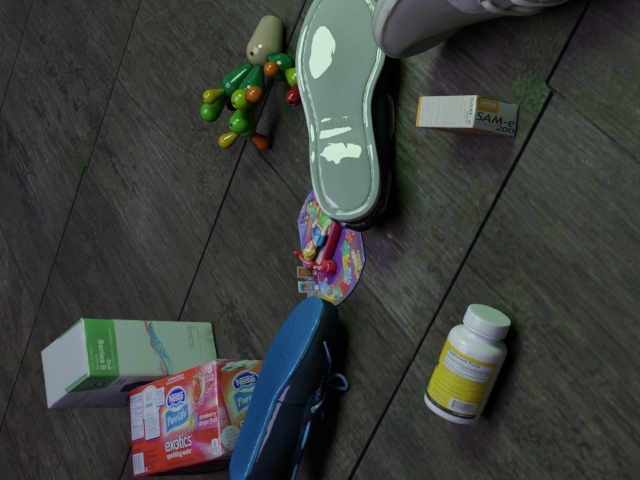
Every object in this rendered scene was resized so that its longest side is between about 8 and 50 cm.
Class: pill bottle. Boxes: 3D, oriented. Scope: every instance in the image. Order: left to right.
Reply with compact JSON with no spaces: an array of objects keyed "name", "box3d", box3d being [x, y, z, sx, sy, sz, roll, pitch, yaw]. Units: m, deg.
[{"name":"pill bottle","box3d":[0.157,0.128,1.298,0.065,0.065,0.116,45,121,50]}]

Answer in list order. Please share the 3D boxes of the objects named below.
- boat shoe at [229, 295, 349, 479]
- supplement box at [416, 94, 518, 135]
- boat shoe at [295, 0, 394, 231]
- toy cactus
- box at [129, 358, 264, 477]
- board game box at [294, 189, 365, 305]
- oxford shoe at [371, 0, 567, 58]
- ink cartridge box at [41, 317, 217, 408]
[{"name":"boat shoe","box3d":[-0.032,0.196,1.548,0.258,0.089,0.109,-65,24,6]},{"name":"supplement box","box3d":[0.158,-0.135,1.340,0.098,0.062,0.036,9,92,57]},{"name":"boat shoe","box3d":[0.032,-0.160,1.499,0.114,0.091,0.303,1,77,13]},{"name":"toy cactus","box3d":[-0.077,-0.222,1.699,0.219,0.112,0.181,-23,48,56]},{"name":"box","box3d":[-0.151,0.246,1.689,0.257,0.122,0.128,-25,66,52]},{"name":"board game box","box3d":[0.000,0.000,1.583,0.133,0.033,0.169,-32,59,50]},{"name":"oxford shoe","box3d":[0.205,-0.281,1.224,0.449,0.169,0.130,-34,80,49]},{"name":"ink cartridge box","box3d":[-0.278,0.181,1.812,0.154,0.212,0.093,-36,60,47]}]
